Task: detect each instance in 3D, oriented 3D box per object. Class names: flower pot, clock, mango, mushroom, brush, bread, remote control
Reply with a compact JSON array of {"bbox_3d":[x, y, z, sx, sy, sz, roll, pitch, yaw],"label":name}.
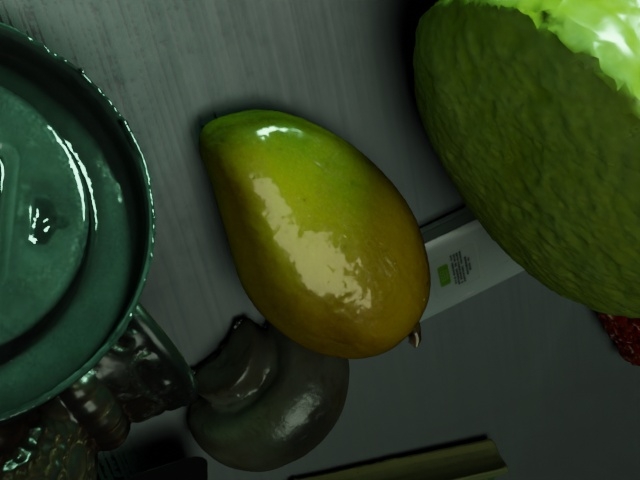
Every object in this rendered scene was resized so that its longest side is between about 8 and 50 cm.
[{"bbox_3d":[-0.258,0.147,0.859,0.267,0.267,0.266,-42,130,-18],"label":"flower pot"},{"bbox_3d":[-0.278,-0.014,0.742,0.319,0.318,0.066,-8,162,-24],"label":"clock"},{"bbox_3d":[0.000,0.000,0.997,0.176,0.119,0.317,-40,115,-6],"label":"mango"},{"bbox_3d":[-0.042,0.163,1.082,0.188,0.117,0.141,-51,140,1],"label":"mushroom"},{"bbox_3d":[0.095,0.289,1.258,0.282,0.054,0.048,-5,132,-26],"label":"brush"},{"bbox_3d":[0.281,-0.127,0.951,0.308,0.348,0.348,-35,129,-20],"label":"bread"},{"bbox_3d":[0.177,0.006,1.144,0.250,0.034,0.103,-26,127,-11],"label":"remote control"}]

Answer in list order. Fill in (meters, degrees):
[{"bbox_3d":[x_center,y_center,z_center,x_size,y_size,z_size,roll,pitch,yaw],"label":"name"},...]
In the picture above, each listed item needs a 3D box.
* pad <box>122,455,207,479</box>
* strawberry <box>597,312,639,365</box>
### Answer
[{"bbox_3d":[-0.239,0.231,1.042,0.250,0.055,0.323,-16,124,-19],"label":"pad"},{"bbox_3d":[0.404,0.073,1.264,0.174,0.098,0.228,-1,117,-27],"label":"strawberry"}]
